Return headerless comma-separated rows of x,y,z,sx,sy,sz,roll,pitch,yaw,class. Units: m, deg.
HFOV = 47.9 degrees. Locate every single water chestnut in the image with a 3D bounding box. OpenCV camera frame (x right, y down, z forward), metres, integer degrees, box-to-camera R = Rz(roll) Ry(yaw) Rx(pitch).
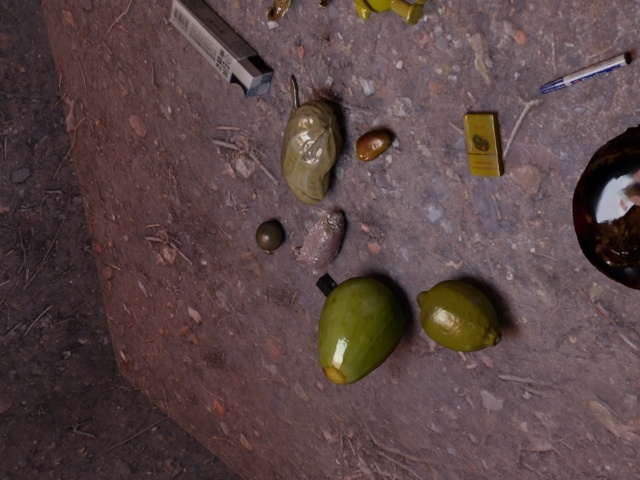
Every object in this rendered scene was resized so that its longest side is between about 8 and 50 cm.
0.630,-0.049,1.351,0.350,0.302,0.350,33,138,37,water chestnut

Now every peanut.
-0.030,-0.258,2.111,0.174,0.158,0.340,22,139,2,peanut

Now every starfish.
-0.088,-0.739,1.909,0.312,0.113,0.303,61,149,0,starfish

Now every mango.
0.146,-0.263,1.973,0.127,0.063,0.077,-22,90,47,mango

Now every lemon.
0.370,0.203,1.912,0.248,0.184,0.184,30,133,20,lemon

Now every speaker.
0.062,0.197,2.371,0.191,0.040,0.046,49,143,16,speaker

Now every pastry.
0.004,0.013,2.274,0.265,0.103,0.112,-51,54,57,pastry

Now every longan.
-0.175,-0.019,2.475,0.119,0.106,0.106,-99,14,-50,longan

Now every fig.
0.105,0.275,2.151,0.258,0.326,0.258,24,156,11,fig

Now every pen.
0.545,-0.343,1.494,0.204,0.025,0.025,-14,101,52,pen

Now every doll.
0.108,-0.640,1.721,0.363,0.145,0.199,44,125,28,doll

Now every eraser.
-0.314,-0.613,2.260,0.404,0.096,0.098,47,139,18,eraser

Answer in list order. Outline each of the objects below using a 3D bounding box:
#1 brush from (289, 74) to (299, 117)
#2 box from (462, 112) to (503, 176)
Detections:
-0.073,-0.403,2.177,0.070,0.021,0.196,17,122,43,brush
0.393,-0.231,1.741,0.087,0.023,0.155,12,121,48,box
